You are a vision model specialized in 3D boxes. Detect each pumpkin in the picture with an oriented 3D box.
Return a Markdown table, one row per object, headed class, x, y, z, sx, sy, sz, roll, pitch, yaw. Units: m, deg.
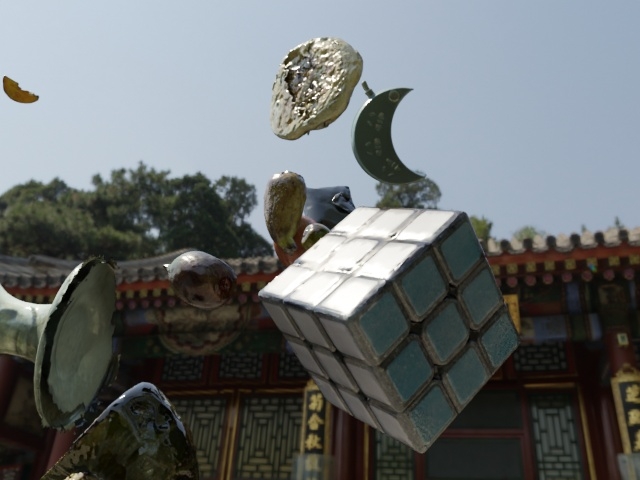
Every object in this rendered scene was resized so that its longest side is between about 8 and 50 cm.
| class | x | y | z | sx | sy | sz | roll | pitch | yaw |
| --- | --- | --- | --- | --- | --- | --- | --- | --- | --- |
| pumpkin | -0.308 | 0.406 | 0.932 | 0.232 | 0.325 | 0.242 | 36 | -5 | 13 |

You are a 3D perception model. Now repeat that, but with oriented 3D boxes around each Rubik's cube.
| class | x | y | z | sx | sy | sz | roll | pitch | yaw |
| --- | --- | --- | --- | --- | --- | --- | --- | --- | --- |
| Rubik's cube | 0.125 | 0.141 | 1.104 | 0.303 | 0.301 | 0.305 | 5 | -49 | 57 |

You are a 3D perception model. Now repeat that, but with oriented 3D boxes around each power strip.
| class | x | y | z | sx | sy | sz | roll | pitch | yaw |
| --- | --- | --- | --- | --- | --- | --- | --- | --- | --- |
| power strip | 0.150 | -0.247 | 1.390 | 0.167 | 0.254 | 0.054 | -14 | 12 | -4 |

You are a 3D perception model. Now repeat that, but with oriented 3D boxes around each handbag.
| class | x | y | z | sx | sy | sz | roll | pitch | yaw |
| --- | --- | --- | --- | --- | --- | --- | --- | --- | --- |
| handbag | 0.039 | -0.101 | 2.075 | 0.210 | 0.254 | 0.089 | -1 | -42 | -20 |

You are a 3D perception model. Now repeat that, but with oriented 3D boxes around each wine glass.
| class | x | y | z | sx | sy | sz | roll | pitch | yaw |
| --- | --- | --- | --- | --- | --- | --- | --- | --- | --- |
| wine glass | -0.388 | 0.070 | 0.596 | 0.356 | 0.191 | 0.190 | 12 | -30 | 0 |

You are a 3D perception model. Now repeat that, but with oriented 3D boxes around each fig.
| class | x | y | z | sx | sy | sz | roll | pitch | yaw |
| --- | --- | --- | --- | --- | --- | --- | --- | --- | --- |
| fig | 0.000 | 0.000 | 1.428 | 0.087 | 0.074 | 0.074 | 24 | -34 | -11 |
| fig | -0.230 | 0.068 | 1.105 | 0.154 | 0.103 | 0.109 | 11 | -36 | 37 |

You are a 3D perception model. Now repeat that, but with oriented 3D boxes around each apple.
| class | x | y | z | sx | sy | sz | roll | pitch | yaw |
| --- | --- | --- | --- | --- | --- | --- | --- | --- | --- |
| apple | -0.059 | 0.006 | 1.726 | 0.158 | 0.156 | 0.147 | 48 | -7 | -36 |

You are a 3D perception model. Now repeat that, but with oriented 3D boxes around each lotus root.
| class | x | y | z | sx | sy | sz | roll | pitch | yaw |
| --- | --- | --- | --- | --- | --- | --- | --- | --- | --- |
| lotus root | -0.081 | -0.062 | 1.326 | 0.094 | 0.191 | 0.108 | 10 | -18 | -12 |

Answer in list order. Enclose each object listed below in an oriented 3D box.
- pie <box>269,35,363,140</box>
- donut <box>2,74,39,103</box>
| class | x | y | z | sx | sy | sz | roll | pitch | yaw |
| --- | --- | --- | --- | --- | --- | --- | --- | --- | --- |
| pie | -0.030 | -0.424 | 1.677 | 0.339 | 0.339 | 0.077 | -22 | -33 | 37 |
| donut | -0.762 | -0.381 | 1.537 | 0.083 | 0.067 | 0.038 | -1 | 1 | -21 |
